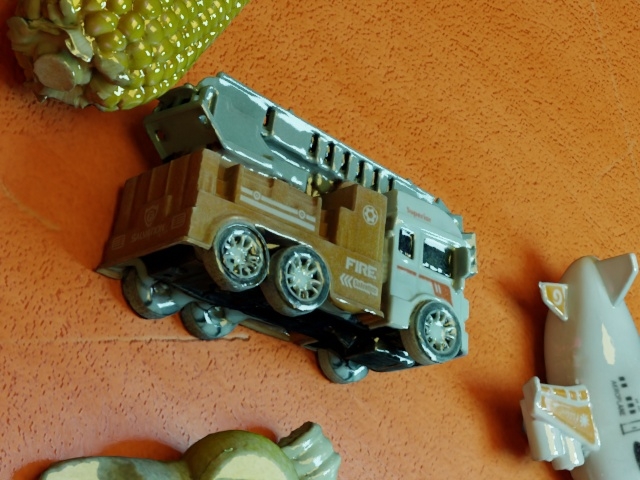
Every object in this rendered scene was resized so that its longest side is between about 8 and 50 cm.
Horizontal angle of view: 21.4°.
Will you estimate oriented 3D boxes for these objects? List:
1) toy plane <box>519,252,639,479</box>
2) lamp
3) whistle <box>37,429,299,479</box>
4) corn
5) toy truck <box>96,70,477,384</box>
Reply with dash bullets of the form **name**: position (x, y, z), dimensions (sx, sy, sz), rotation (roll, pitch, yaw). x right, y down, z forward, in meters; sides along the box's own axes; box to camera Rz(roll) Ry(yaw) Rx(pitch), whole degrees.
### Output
- **toy plane**: position (0.274, 0.134, 1.597), dimensions (0.245, 0.117, 0.244), rotation (14, 69, -39)
- **lamp**: position (0.023, 0.239, 1.369), dimensions (0.106, 0.106, 0.193), rotation (-32, 91, -41)
- **whistle**: position (-0.107, 0.201, 1.277), dimensions (0.223, 0.123, 0.122), rotation (6, 74, -18)
- **corn**: position (-0.105, -0.236, 1.358), dimensions (0.144, 0.144, 0.387), rotation (54, 48, -16)
- **toy truck**: position (0.000, 0.000, 1.385), dimensions (0.338, 0.133, 0.184), rotation (22, 65, -35)
